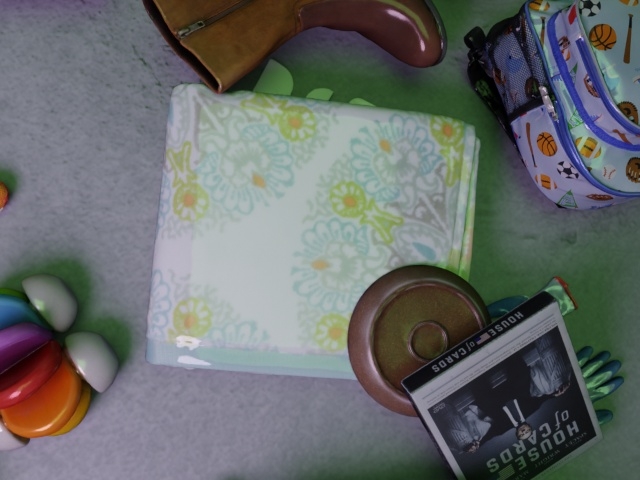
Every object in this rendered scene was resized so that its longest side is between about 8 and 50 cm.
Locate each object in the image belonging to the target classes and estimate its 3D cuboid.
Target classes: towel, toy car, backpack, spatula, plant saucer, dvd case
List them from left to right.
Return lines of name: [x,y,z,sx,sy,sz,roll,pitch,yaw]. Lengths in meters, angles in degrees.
toy car: [-0.320,0.128,0.726,0.159,0.136,0.182,-36,86,-10]
spatula: [-0.040,-0.091,0.853,0.168,0.019,0.242,26,79,-2]
towel: [0.000,0.000,0.799,0.375,0.090,0.320,6,84,-8]
plant saucer: [0.114,0.110,0.749,0.169,0.029,0.168,0,87,-8]
dvd case: [0.208,0.189,0.753,0.179,0.029,0.238,-32,121,-4]
backpack: [0.352,-0.173,0.824,0.277,0.213,0.263,-16,93,-11]

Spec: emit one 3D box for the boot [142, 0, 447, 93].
boot: [-0.019,-0.250,0.796,0.264,0.096,0.280,48,58,4]

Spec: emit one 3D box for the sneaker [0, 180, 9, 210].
sneaker: [-0.448,-0.055,0.778,0.175,0.067,0.064,3,79,-7]

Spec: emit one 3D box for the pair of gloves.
pair of gloves: [0.281,0.150,0.846,0.159,0.023,0.198,-32,85,-10]
